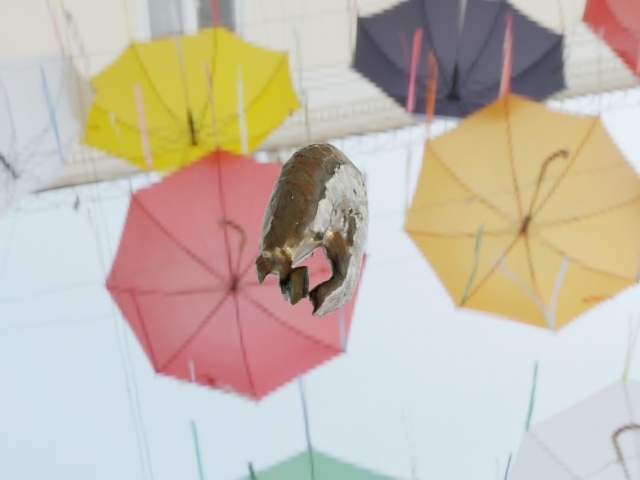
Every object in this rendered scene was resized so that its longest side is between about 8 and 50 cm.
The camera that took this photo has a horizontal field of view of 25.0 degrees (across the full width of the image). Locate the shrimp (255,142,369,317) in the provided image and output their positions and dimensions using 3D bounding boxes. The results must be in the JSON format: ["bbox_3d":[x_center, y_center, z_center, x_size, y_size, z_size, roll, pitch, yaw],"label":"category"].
[{"bbox_3d":[0.003,-0.002,1.186,0.051,0.132,0.187,-18,-155,36],"label":"shrimp"}]
